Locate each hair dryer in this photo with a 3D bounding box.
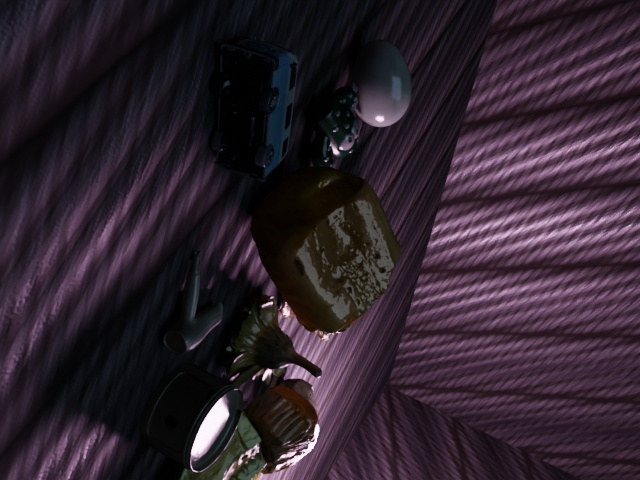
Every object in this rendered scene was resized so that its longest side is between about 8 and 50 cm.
[{"bbox_3d":[-0.285,0.127,1.403,0.206,0.076,0.237,-39,138,-65],"label":"hair dryer"}]

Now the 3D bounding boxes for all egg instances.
[{"bbox_3d":[0.176,-0.457,1.751,0.183,0.183,0.264,-52,148,-36],"label":"egg"}]

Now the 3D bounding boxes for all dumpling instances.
[{"bbox_3d":[-0.123,0.627,2.173,0.243,0.187,0.318,-45,-177,16],"label":"dumpling"}]

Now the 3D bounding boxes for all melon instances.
[{"bbox_3d":[-0.306,0.673,1.684,0.344,0.226,0.331,-36,155,-35],"label":"melon"}]

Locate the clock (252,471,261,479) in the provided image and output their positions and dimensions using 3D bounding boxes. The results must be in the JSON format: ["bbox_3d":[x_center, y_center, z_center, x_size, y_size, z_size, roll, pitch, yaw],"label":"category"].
[{"bbox_3d":[-0.306,0.829,2.023,0.277,0.071,0.293,-55,154,-33],"label":"clock"}]

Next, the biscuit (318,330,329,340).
[{"bbox_3d":[0.033,0.244,2.277,0.329,0.078,0.334,-29,138,-63],"label":"biscuit"}]

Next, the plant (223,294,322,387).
[{"bbox_3d":[-0.136,0.287,1.741,0.306,0.297,0.261,36,45,-54],"label":"plant"}]

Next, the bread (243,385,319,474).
[{"bbox_3d":[-0.133,0.593,1.867,0.183,0.236,0.388,-33,167,-29],"label":"bread"}]

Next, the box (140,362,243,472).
[{"bbox_3d":[-0.315,0.440,1.495,0.226,0.150,0.226,-51,153,-39],"label":"box"}]

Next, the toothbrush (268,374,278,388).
[{"bbox_3d":[-0.210,0.607,2.103,0.028,0.026,0.294,16,96,-88],"label":"toothbrush"}]

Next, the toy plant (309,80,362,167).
[{"bbox_3d":[0.045,-0.311,1.675,0.232,0.113,0.243,-47,146,-33],"label":"toy plant"}]

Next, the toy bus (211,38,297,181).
[{"bbox_3d":[-0.129,-0.283,1.247,0.164,0.133,0.271,-51,157,-50],"label":"toy bus"}]

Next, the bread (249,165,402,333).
[{"bbox_3d":[0.000,0.000,1.595,0.361,0.250,0.394,-44,123,-21],"label":"bread"}]

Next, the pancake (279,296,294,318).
[{"bbox_3d":[-0.054,0.135,1.976,0.282,0.049,0.282,-50,152,-38],"label":"pancake"}]
